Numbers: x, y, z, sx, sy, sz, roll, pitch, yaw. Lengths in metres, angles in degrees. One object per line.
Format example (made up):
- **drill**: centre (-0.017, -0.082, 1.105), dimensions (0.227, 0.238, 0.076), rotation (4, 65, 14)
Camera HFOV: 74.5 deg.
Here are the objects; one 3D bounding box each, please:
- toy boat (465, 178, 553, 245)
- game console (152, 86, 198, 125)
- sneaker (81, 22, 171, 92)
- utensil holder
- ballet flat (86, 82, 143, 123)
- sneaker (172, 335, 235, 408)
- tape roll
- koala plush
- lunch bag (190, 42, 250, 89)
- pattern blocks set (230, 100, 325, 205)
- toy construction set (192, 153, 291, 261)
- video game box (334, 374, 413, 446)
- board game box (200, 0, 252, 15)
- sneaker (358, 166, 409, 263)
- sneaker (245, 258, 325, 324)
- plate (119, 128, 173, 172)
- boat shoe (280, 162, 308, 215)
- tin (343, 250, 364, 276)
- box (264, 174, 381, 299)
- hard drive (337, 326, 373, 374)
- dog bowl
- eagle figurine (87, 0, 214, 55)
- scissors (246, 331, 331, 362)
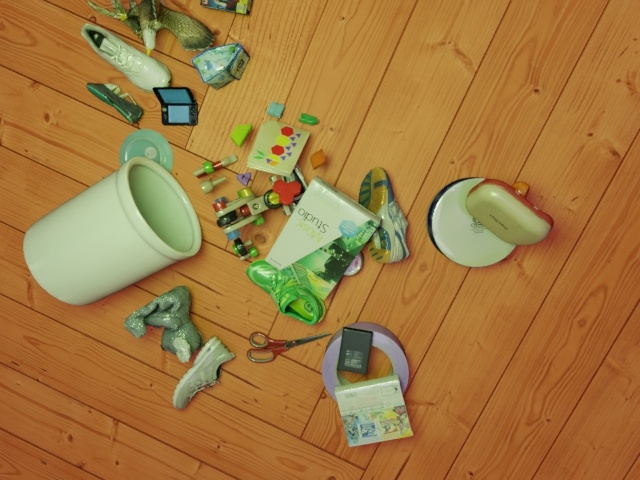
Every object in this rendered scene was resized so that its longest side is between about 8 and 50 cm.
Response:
- **toy boat**: centre (0.523, -0.097, 1.140), dimensions (0.231, 0.151, 0.151), rotation (39, 71, 0)
- **game console**: centre (-0.457, -0.421, 1.325), dimensions (0.122, 0.071, 0.108), rotation (2, 97, 6)
- **sneaker**: centre (-0.602, -0.555, 1.294), dimensions (0.297, 0.129, 0.111), rotation (31, 98, 0)
- **utensil holder**: centre (-0.614, -0.017, 1.274), dimensions (0.385, 0.327, 0.328), rotation (-27, 94, 12)
- **ballet flat**: centre (-0.652, -0.454, 1.349), dimensions (0.203, 0.074, 0.074), rotation (37, 100, 7)
- **sneaker**: centre (-0.397, 0.466, 1.417), dimensions (0.115, 0.105, 0.281), rotation (34, 99, 1)
- **tape roll**: centre (0.143, 0.409, 1.362), dimensions (0.274, 0.090, 0.275), rotation (1, 98, 7)
- **koala plush**: centre (-0.469, 0.284, 1.364), dimensions (0.203, 0.196, 0.221), rotation (-35, 89, -1)
- **lunch bag**: centre (-0.287, -0.529, 1.263), dimensions (0.151, 0.129, 0.096), rotation (-30, 98, 7)
- **pattern blocks set**: centre (-0.126, -0.270, 1.243), dimensions (0.285, 0.026, 0.325), rotation (27, 63, 7)
- **toy construction set**: centre (-0.220, -0.140, 1.288), dimensions (0.237, 0.257, 0.309), rotation (-28, 78, -7)
- **video game box**: centre (0.165, 0.529, 1.306), dimensions (0.205, 0.048, 0.187), rotation (-13, 94, 8)
- **board game box**: centre (-0.292, -0.790, 1.265), dimensions (0.193, 0.060, 0.194), rotation (13, 99, 5)
- **sneaker**: centre (0.201, -0.075, 1.296), dimensions (0.111, 0.130, 0.297), rotation (-14, 77, 50)
- **sneaker**: centre (-0.109, 0.161, 1.338), dimensions (0.295, 0.123, 0.110), rotation (35, 100, 1)
- **plate**: centre (-0.578, -0.271, 1.381), dimensions (0.187, 0.024, 0.188), rotation (1, 97, 7)
- **boat shoe**: centre (-0.069, -0.125, 1.315), dimensions (0.095, 0.084, 0.258), rotation (-24, 94, 8)
- **tin**: centre (0.046, 0.056, 1.353), dimensions (0.189, 0.040, 0.106), rotation (10, 103, 4)
- **box**: centre (0.000, 0.000, 1.273), dimensions (0.232, 0.058, 0.322), rotation (33, 118, 1)
- **hard drive**: centre (0.107, 0.340, 1.300), dimensions (0.094, 0.022, 0.135), rotation (8, 98, 5)
- **dog bowl**: centre (0.457, -0.056, 1.259), dimensions (0.264, 0.104, 0.265), rotation (1, 98, 5)
- **eagle figurine**: centre (-0.468, -0.645, 1.210), dimensions (0.298, 0.226, 0.225), rotation (7, 123, 35)
- **scissors**: centre (-0.106, 0.360, 1.419), dimensions (0.296, 0.021, 0.109), rotation (-2, 95, 5)
